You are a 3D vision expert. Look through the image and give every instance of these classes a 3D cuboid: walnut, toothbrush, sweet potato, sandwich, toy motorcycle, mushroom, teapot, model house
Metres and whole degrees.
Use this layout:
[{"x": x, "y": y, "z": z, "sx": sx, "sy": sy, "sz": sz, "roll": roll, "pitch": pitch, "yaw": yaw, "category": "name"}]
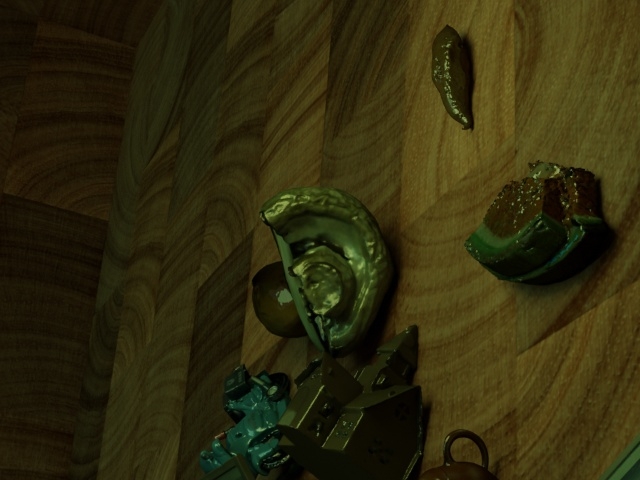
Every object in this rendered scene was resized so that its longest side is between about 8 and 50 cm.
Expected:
[{"x": -0.053, "y": 0.098, "z": 2.297, "sx": 0.245, "sy": 0.137, "sz": 0.137, "roll": -173, "pitch": 98, "yaw": -70, "category": "walnut"}, {"x": -0.048, "y": 0.380, "z": 2.230, "sx": 0.257, "sy": 0.018, "sz": 0.024, "roll": 130, "pitch": 146, "yaw": -48, "category": "toothbrush"}, {"x": 0.195, "y": -0.245, "z": 2.000, "sx": 0.068, "sy": 0.060, "sz": 0.206, "roll": 72, "pitch": -172, "yaw": -61, "category": "sweet potato"}, {"x": 0.259, "y": -0.020, "z": 1.627, "sx": 0.235, "sy": 0.079, "sz": 0.159, "roll": -156, "pitch": 82, "yaw": -70, "category": "sandwich"}, {"x": -0.121, "y": 0.325, "z": 2.301, "sx": 0.182, "sy": 0.123, "sz": 0.272, "roll": -31, "pitch": 27, "yaw": 10, "category": "toy motorcycle"}, {"x": 0.025, "y": 0.040, "z": 2.092, "sx": 0.189, "sy": 0.164, "sz": 0.267, "roll": 88, "pitch": 157, "yaw": -78, "category": "mushroom"}, {"x": 0.155, "y": 0.311, "z": 1.615, "sx": 0.116, "sy": 0.116, "sz": 0.173, "roll": 168, "pitch": 117, "yaw": -68, "category": "teapot"}, {"x": 0.062, "y": 0.204, "z": 1.890, "sx": 0.181, "sy": 0.176, "sz": 0.248, "roll": -8, "pitch": 43, "yaw": 54, "category": "model house"}]

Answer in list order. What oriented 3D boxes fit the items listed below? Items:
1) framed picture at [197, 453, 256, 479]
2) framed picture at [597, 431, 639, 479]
[{"x": -0.140, "y": 0.480, "z": 2.224, "sx": 0.213, "sy": 0.016, "sz": 0.289, "roll": 61, "pitch": 146, "yaw": 8, "category": "framed picture"}, {"x": 0.303, "y": 0.301, "z": 1.367, "sx": 0.150, "sy": 0.015, "sz": 0.203, "roll": -97, "pitch": 30, "yaw": -48, "category": "framed picture"}]
